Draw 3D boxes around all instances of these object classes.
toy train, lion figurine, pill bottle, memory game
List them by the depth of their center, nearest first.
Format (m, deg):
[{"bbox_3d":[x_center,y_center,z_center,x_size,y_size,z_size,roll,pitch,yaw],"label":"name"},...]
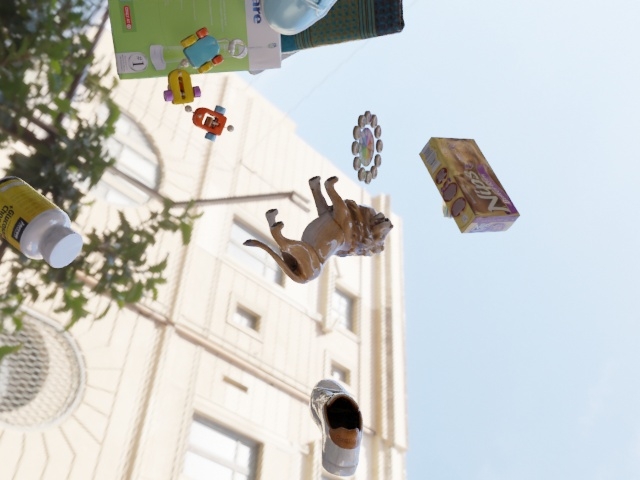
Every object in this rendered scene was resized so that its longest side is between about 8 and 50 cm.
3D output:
[{"bbox_3d":[-0.184,-0.248,1.086,0.046,0.125,0.166,21,-85,59],"label":"toy train"},{"bbox_3d":[-0.525,-0.031,1.251,0.184,0.103,0.103,34,-93,17],"label":"pill bottle"},{"bbox_3d":[0.000,0.000,1.596,0.392,0.240,0.142,-37,-155,-34],"label":"lion figurine"},{"bbox_3d":[0.120,-0.232,1.717,0.012,0.186,0.186,4,-119,27],"label":"memory game"}]

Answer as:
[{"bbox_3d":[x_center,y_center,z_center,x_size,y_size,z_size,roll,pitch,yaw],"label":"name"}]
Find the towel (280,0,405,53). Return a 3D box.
[{"bbox_3d":[-0.004,-0.533,1.411,0.370,0.040,0.272,0,-85,29],"label":"towel"}]

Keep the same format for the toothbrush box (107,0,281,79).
[{"bbox_3d":[-0.220,-0.397,1.185,0.122,0.283,0.206,-125,-150,-64],"label":"toothbrush box"}]

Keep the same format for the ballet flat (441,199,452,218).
[{"bbox_3d":[0.310,-0.113,1.558,0.070,0.188,0.070,-3,-113,6],"label":"ballet flat"}]

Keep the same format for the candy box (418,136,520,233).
[{"bbox_3d":[0.265,-0.101,1.232,0.053,0.109,0.187,-58,-135,44],"label":"candy box"}]

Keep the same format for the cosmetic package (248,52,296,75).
[{"bbox_3d":[-0.154,-0.690,1.738,0.329,0.394,0.327,-30,-150,-4],"label":"cosmetic package"}]

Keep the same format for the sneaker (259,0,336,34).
[{"bbox_3d":[0.015,-0.414,0.955,0.366,0.135,0.150,-46,-157,41],"label":"sneaker"}]

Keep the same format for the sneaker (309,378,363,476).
[{"bbox_3d":[0.043,0.345,1.410,0.290,0.105,0.123,-111,-150,-69],"label":"sneaker"}]
